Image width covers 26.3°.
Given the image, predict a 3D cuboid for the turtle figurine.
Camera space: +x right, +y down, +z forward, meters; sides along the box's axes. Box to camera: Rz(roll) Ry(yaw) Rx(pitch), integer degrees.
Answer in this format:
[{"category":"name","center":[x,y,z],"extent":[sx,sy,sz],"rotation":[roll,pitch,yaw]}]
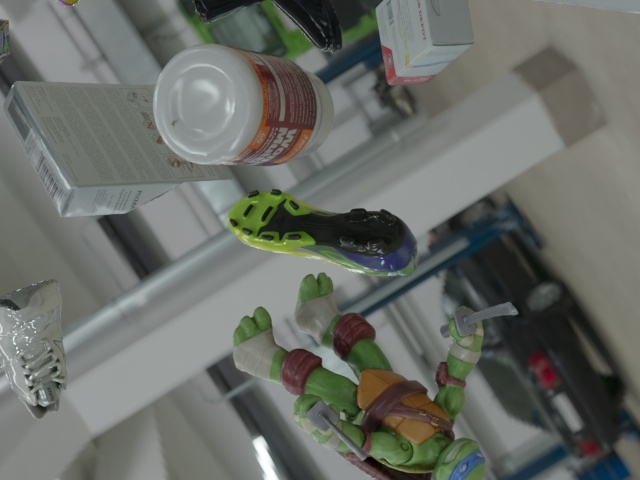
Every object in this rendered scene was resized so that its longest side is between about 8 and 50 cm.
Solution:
[{"category":"turtle figurine","center":[0.051,0.110,1.300],"extent":[0.266,0.198,0.274],"rotation":[31,169,33]}]

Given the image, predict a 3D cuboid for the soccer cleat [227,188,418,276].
[{"category":"soccer cleat","center":[0.000,0.001,1.875],"extent":[0.289,0.093,0.121],"rotation":[9,152,30]}]

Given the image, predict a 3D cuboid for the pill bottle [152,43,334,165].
[{"category":"pill bottle","center":[-0.073,-0.138,1.438],"extent":[0.121,0.121,0.221],"rotation":[59,-159,11]}]

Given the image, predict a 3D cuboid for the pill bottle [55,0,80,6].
[{"category":"pill bottle","center":[-0.263,-0.295,1.521],"extent":[0.043,0.083,0.043],"rotation":[23,-123,-41]}]

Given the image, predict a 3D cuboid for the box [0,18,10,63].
[{"category":"box","center":[-0.482,-0.252,1.876],"extent":[0.169,0.059,0.054],"rotation":[-72,-11,-58]}]

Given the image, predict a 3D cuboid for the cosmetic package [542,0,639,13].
[{"category":"cosmetic package","center":[0.341,-0.392,1.536],"extent":[0.161,0.453,0.230],"rotation":[-56,-30,-47]}]

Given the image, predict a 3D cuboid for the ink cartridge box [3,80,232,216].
[{"category":"ink cartridge box","center":[-0.252,-0.117,1.703],"extent":[0.232,0.066,0.189],"rotation":[-1,-133,-44]}]

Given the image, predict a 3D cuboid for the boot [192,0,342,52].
[{"category":"boot","center":[-0.098,-0.386,2.207],"extent":[0.094,0.207,0.246],"rotation":[139,108,-83]}]

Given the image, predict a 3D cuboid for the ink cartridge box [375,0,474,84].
[{"category":"ink cartridge box","center":[0.153,-0.319,2.032],"extent":[0.175,0.072,0.127],"rotation":[148,116,-67]}]

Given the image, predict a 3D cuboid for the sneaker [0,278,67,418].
[{"category":"sneaker","center":[-0.374,0.144,1.811],"extent":[0.129,0.111,0.297],"rotation":[63,165,18]}]
